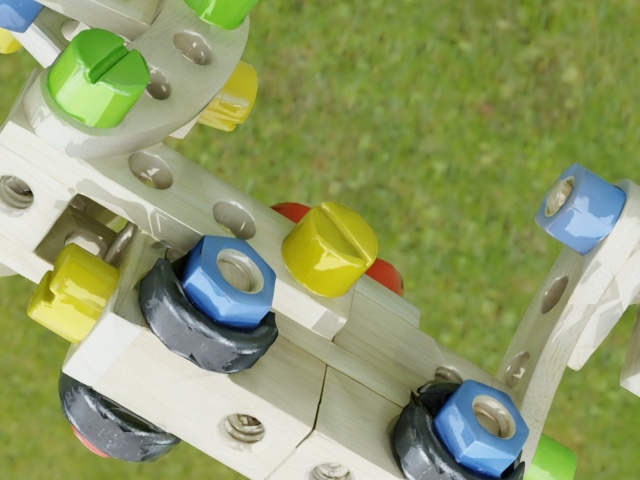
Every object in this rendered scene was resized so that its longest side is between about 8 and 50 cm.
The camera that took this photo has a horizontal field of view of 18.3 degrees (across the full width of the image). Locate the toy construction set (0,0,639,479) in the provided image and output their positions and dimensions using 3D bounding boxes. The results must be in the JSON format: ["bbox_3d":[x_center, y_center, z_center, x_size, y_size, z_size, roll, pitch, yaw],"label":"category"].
[{"bbox_3d":[0.000,0.000,0.730,0.328,0.215,0.151,19,127,-6],"label":"toy construction set"}]
